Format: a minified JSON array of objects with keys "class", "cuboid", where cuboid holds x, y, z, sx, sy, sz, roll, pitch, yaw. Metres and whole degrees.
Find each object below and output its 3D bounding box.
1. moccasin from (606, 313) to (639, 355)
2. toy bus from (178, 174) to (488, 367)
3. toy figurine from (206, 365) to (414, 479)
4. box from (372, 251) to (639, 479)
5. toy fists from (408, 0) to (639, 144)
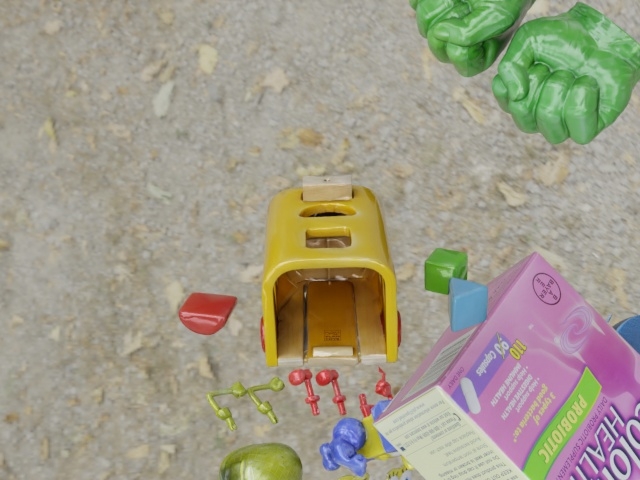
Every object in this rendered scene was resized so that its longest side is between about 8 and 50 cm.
[{"class":"moccasin","cuboid":[0.374,0.187,1.387,0.117,0.342,0.137,-31,80,45]},{"class":"toy bus","cuboid":[0.006,0.005,0.743,0.202,0.191,0.104,22,127,38]},{"class":"toy figurine","cuboid":[0.058,0.234,1.360,0.217,0.362,0.191,-33,64,43]},{"class":"box","cuboid":[0.214,0.176,0.986,0.243,0.213,0.117,46,141,0]},{"class":"toy fists","cuboid":[0.211,-0.216,1.099,0.279,0.096,0.142,45,102,21]}]
